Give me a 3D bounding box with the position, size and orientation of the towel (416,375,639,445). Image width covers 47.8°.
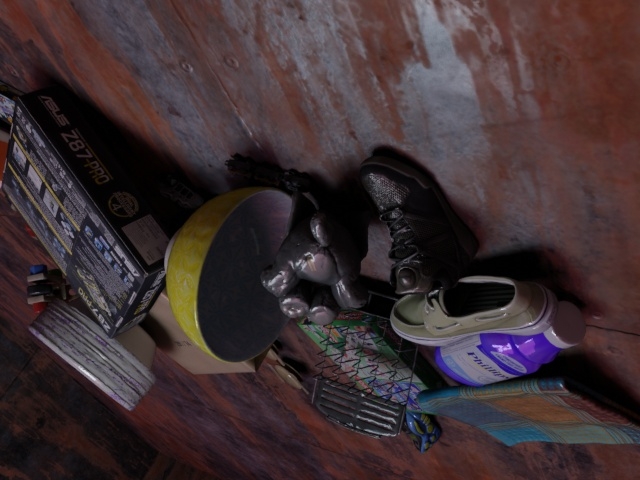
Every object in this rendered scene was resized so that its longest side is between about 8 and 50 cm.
[{"bbox_3d":[0.383,0.318,1.310,0.272,0.040,0.370,27,154,-23],"label":"towel"}]

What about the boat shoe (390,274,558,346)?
[{"bbox_3d":[0.209,0.093,1.096,0.094,0.109,0.302,31,152,-32],"label":"boat shoe"}]

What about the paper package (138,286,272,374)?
[{"bbox_3d":[-0.278,0.148,1.595,0.309,0.168,0.325,43,150,-20],"label":"paper package"}]

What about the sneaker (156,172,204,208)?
[{"bbox_3d":[-0.263,-0.097,1.330,0.098,0.038,0.069,20,150,19],"label":"sneaker"}]

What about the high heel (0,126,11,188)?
[{"bbox_3d":[-0.738,-0.215,1.582,0.377,0.127,0.181,25,-171,-6],"label":"high heel"}]

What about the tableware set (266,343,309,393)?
[{"bbox_3d":[-0.100,0.292,1.787,0.128,0.039,0.194,8,139,56],"label":"tableware set"}]

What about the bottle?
[{"bbox_3d":[0.298,0.162,1.147,0.118,0.092,0.283,32,152,-12],"label":"bottle"}]

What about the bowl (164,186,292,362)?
[{"bbox_3d":[-0.162,0.042,1.195,0.156,0.289,0.289,15,147,32],"label":"bowl"}]

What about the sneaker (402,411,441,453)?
[{"bbox_3d":[0.227,0.435,1.687,0.078,0.067,0.188,34,162,43],"label":"sneaker"}]

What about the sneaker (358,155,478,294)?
[{"bbox_3d":[0.123,-0.010,1.010,0.087,0.130,0.227,-12,128,49],"label":"sneaker"}]

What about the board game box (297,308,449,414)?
[{"bbox_3d":[0.123,0.255,1.507,0.214,0.046,0.317,-5,135,48],"label":"board game box"}]

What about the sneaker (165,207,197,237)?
[{"bbox_3d":[-0.168,0.036,1.342,0.296,0.104,0.147,27,170,8],"label":"sneaker"}]

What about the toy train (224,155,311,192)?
[{"bbox_3d":[-0.085,-0.105,1.165,0.158,0.027,0.036,17,161,23],"label":"toy train"}]

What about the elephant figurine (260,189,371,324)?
[{"bbox_3d":[0.000,0.000,1.127,0.186,0.239,0.169,-32,115,27],"label":"elephant figurine"}]

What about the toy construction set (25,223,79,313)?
[{"bbox_3d":[-0.618,0.090,1.811,0.308,0.257,0.237,56,161,-2],"label":"toy construction set"}]

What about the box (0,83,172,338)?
[{"bbox_3d":[-0.440,-0.040,1.349,0.395,0.097,0.318,52,141,7],"label":"box"}]

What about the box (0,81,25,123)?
[{"bbox_3d":[-0.611,-0.267,1.405,0.137,0.027,0.094,27,152,7],"label":"box"}]

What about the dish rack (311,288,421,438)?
[{"bbox_3d":[0.076,0.219,1.313,0.208,0.271,0.074,14,-173,30],"label":"dish rack"}]

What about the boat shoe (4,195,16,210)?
[{"bbox_3d":[-0.669,-0.107,1.640,0.285,0.092,0.103,32,151,-2],"label":"boat shoe"}]

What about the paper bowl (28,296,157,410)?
[{"bbox_3d":[-0.471,0.225,1.558,0.284,0.148,0.284,33,160,13],"label":"paper bowl"}]
